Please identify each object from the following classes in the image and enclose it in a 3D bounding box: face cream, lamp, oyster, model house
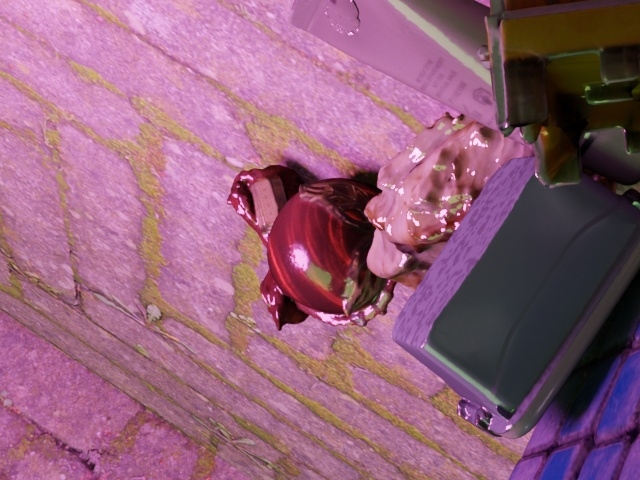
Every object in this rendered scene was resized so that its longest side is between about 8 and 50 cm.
[{"bbox_3d":[0.127,-0.139,1.115,0.314,0.089,0.143,23,159,-5],"label":"face cream"},{"bbox_3d":[-0.004,-0.002,1.549,0.223,0.215,0.151,-17,166,24],"label":"lamp"},{"bbox_3d":[0.143,-0.018,1.309,0.201,0.107,0.354,29,140,2],"label":"oyster"},{"bbox_3d":[0.201,-0.157,0.806,0.224,0.215,0.198,-5,172,17],"label":"model house"}]

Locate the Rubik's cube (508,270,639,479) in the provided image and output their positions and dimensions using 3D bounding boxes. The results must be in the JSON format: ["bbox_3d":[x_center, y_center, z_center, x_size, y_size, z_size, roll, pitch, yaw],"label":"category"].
[{"bbox_3d":[0.374,0.154,1.047,0.343,0.344,0.337,29,162,-2],"label":"Rubik's cube"}]

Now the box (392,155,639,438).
[{"bbox_3d":[0.166,0.040,1.131,0.130,0.227,0.162,36,176,-8],"label":"box"}]
